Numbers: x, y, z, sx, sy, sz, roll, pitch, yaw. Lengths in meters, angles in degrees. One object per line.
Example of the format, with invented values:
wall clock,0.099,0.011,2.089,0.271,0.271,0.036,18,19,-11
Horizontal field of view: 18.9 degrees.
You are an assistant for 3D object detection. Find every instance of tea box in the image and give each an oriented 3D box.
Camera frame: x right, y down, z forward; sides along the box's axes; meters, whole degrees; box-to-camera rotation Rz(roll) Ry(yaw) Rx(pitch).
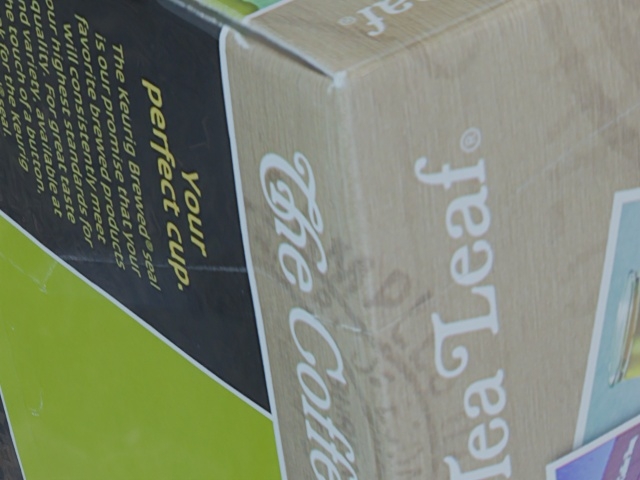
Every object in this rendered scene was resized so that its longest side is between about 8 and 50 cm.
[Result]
tea box,0.014,0.005,0.597,0.323,0.220,0.329,35,142,45
